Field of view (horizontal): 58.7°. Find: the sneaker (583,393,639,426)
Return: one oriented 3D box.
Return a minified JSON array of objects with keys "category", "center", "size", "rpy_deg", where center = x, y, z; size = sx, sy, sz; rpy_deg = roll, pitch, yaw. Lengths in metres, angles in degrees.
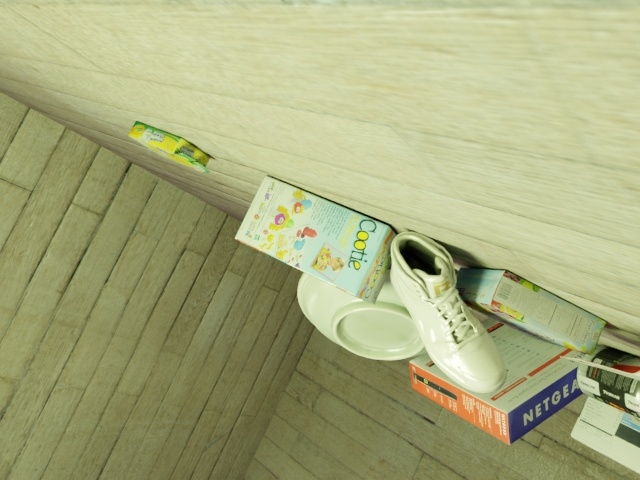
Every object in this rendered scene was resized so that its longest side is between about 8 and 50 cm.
[{"category":"sneaker","center":[0.710,0.334,1.382],"size":[0.330,0.122,0.146],"rpy_deg":[25,158,22]}]

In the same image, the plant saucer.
[{"category":"plant saucer","center":[0.137,0.175,1.284],"size":[0.400,0.101,0.400],"rpy_deg":[7,140,6]}]

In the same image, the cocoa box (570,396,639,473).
[{"category":"cocoa box","center":[0.915,0.525,1.568],"size":[0.347,0.228,0.231],"rpy_deg":[28,175,-31]}]

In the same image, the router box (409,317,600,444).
[{"category":"router box","center":[0.434,0.304,1.342],"size":[0.335,0.082,0.301],"rpy_deg":[-20,-159,-27]}]

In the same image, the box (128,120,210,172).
[{"category":"box","center":[-0.324,-0.202,1.247],"size":[0.179,0.043,0.105],"rpy_deg":[26,176,31]}]

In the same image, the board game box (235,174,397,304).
[{"category":"board game box","center":[0.000,0.000,1.123],"size":[0.275,0.144,0.142],"rpy_deg":[25,176,23]}]

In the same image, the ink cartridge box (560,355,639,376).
[{"category":"ink cartridge box","center":[0.534,0.205,0.930],"size":[0.232,0.066,0.189],"rpy_deg":[20,175,17]}]

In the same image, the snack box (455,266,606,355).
[{"category":"snack box","center":[0.359,0.121,1.012],"size":[0.207,0.070,0.174],"rpy_deg":[25,175,-8]}]

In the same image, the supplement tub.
[{"category":"supplement tub","center":[0.641,0.297,1.170],"size":[0.117,0.117,0.190],"rpy_deg":[28,175,-24]}]

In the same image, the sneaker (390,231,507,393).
[{"category":"sneaker","center":[0.206,0.117,0.958],"size":[0.292,0.108,0.169],"rpy_deg":[54,173,27]}]
